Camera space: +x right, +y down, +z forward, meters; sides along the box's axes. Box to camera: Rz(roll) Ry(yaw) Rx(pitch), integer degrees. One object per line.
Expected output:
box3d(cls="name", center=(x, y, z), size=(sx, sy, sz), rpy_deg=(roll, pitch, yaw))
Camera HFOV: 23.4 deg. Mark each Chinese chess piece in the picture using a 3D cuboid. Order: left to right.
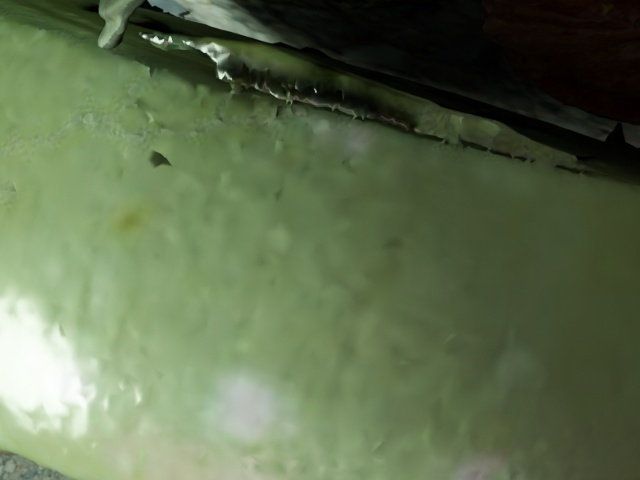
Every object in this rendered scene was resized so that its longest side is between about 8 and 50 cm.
box3d(cls="Chinese chess piece", center=(0.000, 0.000, 0.597), size=(0.349, 0.146, 0.349), rpy_deg=(15, -172, -2))

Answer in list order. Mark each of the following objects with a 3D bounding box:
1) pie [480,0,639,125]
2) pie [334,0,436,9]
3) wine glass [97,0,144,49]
box3d(cls="pie", center=(0.132, -0.082, 0.479), size=(0.182, 0.050, 0.182), rpy_deg=(9, 162, 3))
box3d(cls="pie", center=(-0.026, -0.134, 0.542), size=(0.186, 0.041, 0.187), rpy_deg=(18, 166, 5))
box3d(cls="wine glass", center=(-0.109, -0.157, 0.397), size=(0.222, 0.103, 0.103), rpy_deg=(39, 160, -17))
